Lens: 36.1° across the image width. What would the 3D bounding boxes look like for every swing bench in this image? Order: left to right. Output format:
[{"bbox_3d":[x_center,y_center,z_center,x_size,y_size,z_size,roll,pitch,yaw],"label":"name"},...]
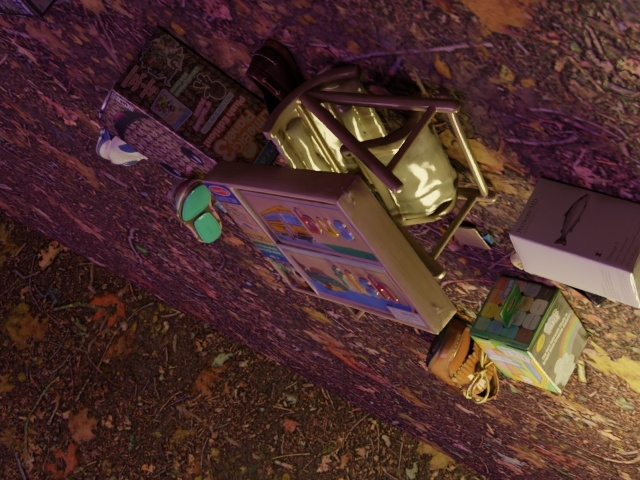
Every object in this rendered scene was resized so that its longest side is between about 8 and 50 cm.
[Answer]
[{"bbox_3d":[0.090,-0.111,1.441,0.255,0.165,0.253,27,164,33],"label":"swing bench"}]

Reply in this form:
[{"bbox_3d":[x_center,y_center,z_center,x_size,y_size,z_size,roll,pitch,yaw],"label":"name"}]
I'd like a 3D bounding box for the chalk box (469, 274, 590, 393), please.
[{"bbox_3d":[0.364,0.154,1.747,0.132,0.132,0.213,14,155,45],"label":"chalk box"}]

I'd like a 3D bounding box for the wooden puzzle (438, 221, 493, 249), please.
[{"bbox_3d":[0.252,-0.010,1.685,0.116,0.014,0.078,17,162,41],"label":"wooden puzzle"}]

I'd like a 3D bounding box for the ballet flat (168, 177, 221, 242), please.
[{"bbox_3d":[-0.237,-0.067,1.804,0.079,0.077,0.221,47,170,21],"label":"ballet flat"}]

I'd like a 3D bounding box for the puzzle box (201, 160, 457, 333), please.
[{"bbox_3d":[0.000,0.000,1.501,0.272,0.052,0.409,52,159,-26],"label":"puzzle box"}]

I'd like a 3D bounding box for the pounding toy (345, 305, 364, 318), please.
[{"bbox_3d":[0.096,0.092,2.132,0.130,0.100,0.141,45,161,6],"label":"pounding toy"}]

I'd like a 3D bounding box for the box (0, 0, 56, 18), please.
[{"bbox_3d":[-0.616,-0.509,1.719,0.216,0.060,0.270,17,157,42],"label":"box"}]

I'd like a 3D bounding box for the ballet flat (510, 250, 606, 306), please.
[{"bbox_3d":[0.381,0.055,1.577,0.173,0.049,0.057,21,159,32],"label":"ballet flat"}]

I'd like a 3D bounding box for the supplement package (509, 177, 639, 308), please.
[{"bbox_3d":[0.371,0.002,1.353,0.179,0.105,0.105,19,159,34],"label":"supplement package"}]

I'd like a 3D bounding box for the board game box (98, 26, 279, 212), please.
[{"bbox_3d":[-0.225,-0.205,1.746,0.291,0.141,0.232,35,163,-10],"label":"board game box"}]

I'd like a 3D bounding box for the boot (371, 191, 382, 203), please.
[{"bbox_3d":[0.035,-0.032,1.712,0.236,0.178,0.085,19,159,33],"label":"boot"}]

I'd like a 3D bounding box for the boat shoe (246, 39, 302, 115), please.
[{"bbox_3d":[-0.060,-0.223,1.533,0.073,0.073,0.207,19,160,33],"label":"boat shoe"}]

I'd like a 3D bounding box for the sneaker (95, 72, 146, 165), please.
[{"bbox_3d":[-0.348,-0.202,1.994,0.182,0.127,0.315,34,161,0],"label":"sneaker"}]

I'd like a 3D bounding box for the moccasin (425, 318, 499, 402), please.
[{"bbox_3d":[0.323,0.277,2.146,0.147,0.139,0.380,23,161,25],"label":"moccasin"}]
